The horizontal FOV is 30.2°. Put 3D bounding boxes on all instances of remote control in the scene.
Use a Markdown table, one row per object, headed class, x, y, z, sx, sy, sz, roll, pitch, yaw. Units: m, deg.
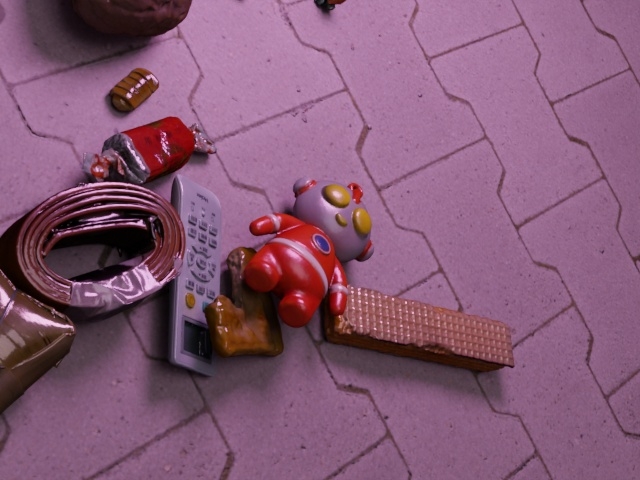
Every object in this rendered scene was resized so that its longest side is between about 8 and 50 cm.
| class | x | y | z | sx | sy | sz | roll | pitch | yaw |
| --- | --- | --- | --- | --- | --- | --- | --- | --- | --- |
| remote control | -0.191 | 0.050 | 1.746 | 0.103 | 0.051 | 0.293 | 31 | 52 | -54 |

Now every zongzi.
| class | x | y | z | sx | sy | sz | roll | pitch | yaw |
| --- | --- | --- | --- | --- | --- | --- | --- | --- | --- |
| zongzi | -0.465 | 0.114 | 1.472 | 0.256 | 0.115 | 0.228 | 46 | 56 | -4 |

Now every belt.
| class | x | y | z | sx | sy | sz | roll | pitch | yaw |
| --- | --- | --- | --- | --- | --- | --- | --- | --- | --- |
| belt | -0.312 | 0.018 | 1.631 | 0.261 | 0.105 | 0.184 | -9 | 77 | -42 |

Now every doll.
| class | x | y | z | sx | sy | sz | roll | pitch | yaw |
| --- | --- | --- | --- | --- | --- | --- | --- | --- | --- |
| doll | 0.000 | 0.000 | 1.870 | 0.200 | 0.105 | 0.336 | 46 | 39 | -6 |

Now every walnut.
| class | x | y | z | sx | sy | sz | roll | pitch | yaw |
| --- | --- | --- | --- | --- | --- | --- | --- | --- | --- |
| walnut | -0.280 | -0.395 | 1.803 | 0.230 | 0.178 | 0.178 | -3 | 73 | -51 |

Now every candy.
| class | x | y | z | sx | sy | sz | roll | pitch | yaw |
| --- | --- | --- | --- | --- | --- | --- | --- | --- | --- |
| candy | -0.249 | -0.131 | 1.756 | 0.086 | 0.059 | 0.292 | 58 | 33 | 1 |

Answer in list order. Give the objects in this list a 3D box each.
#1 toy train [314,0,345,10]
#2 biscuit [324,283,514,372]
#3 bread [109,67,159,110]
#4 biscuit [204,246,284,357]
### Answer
| class | x | y | z | sx | sy | sz | roll | pitch | yaw |
| --- | --- | --- | --- | --- | --- | --- | --- | --- | --- |
| toy train | 0.016 | -0.468 | 2.129 | 0.044 | 0.064 | 0.103 | -5 | 74 | -38 |
| biscuit | 0.166 | 0.150 | 1.986 | 0.379 | 0.054 | 0.094 | 14 | 62 | -33 |
| bread | -0.284 | -0.231 | 1.811 | 0.049 | 0.034 | 0.088 | 47 | 50 | -5 |
| biscuit | -0.120 | 0.093 | 1.757 | 0.183 | 0.039 | 0.174 | 1 | 72 | -65 |
